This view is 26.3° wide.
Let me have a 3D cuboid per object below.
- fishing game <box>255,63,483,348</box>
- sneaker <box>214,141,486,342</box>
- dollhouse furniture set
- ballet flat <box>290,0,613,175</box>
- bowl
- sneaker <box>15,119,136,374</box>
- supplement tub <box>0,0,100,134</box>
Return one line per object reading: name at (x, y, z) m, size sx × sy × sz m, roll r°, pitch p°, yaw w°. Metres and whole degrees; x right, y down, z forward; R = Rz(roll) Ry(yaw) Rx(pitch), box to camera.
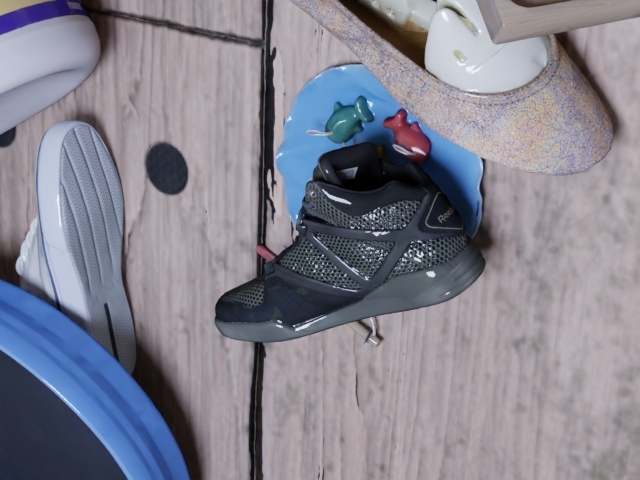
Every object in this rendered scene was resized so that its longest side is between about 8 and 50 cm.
fishing game at (0.038, -0.043, 1.052) m, size 0.189 × 0.041 × 0.264 m, roll 38°, pitch 126°, yaw 18°
sneaker at (0.000, 0.000, 1.024) m, size 0.227 × 0.087 × 0.130 m, roll -18°, pitch 104°, yaw 36°
dollhouse furniture set at (0.137, -0.221, 0.830) m, size 0.123 × 0.144 × 0.151 m, roll 113°, pitch 142°, yaw -67°
ballet flat at (0.066, -0.157, 0.932) m, size 0.316 × 0.107 × 0.106 m, roll 35°, pitch 158°, yaw 17°
bowl at (-0.288, 0.191, 1.284) m, size 0.391 × 0.077 × 0.391 m, roll 20°, pitch 134°, yaw 22°
sneaker at (-0.232, 0.017, 1.222) m, size 0.091 × 0.094 × 0.258 m, roll 9°, pitch 114°, yaw 26°
supplement tub at (-0.354, -0.240, 1.112) m, size 0.241 × 0.241 × 0.331 m, roll -26°, pitch 93°, yaw 38°
